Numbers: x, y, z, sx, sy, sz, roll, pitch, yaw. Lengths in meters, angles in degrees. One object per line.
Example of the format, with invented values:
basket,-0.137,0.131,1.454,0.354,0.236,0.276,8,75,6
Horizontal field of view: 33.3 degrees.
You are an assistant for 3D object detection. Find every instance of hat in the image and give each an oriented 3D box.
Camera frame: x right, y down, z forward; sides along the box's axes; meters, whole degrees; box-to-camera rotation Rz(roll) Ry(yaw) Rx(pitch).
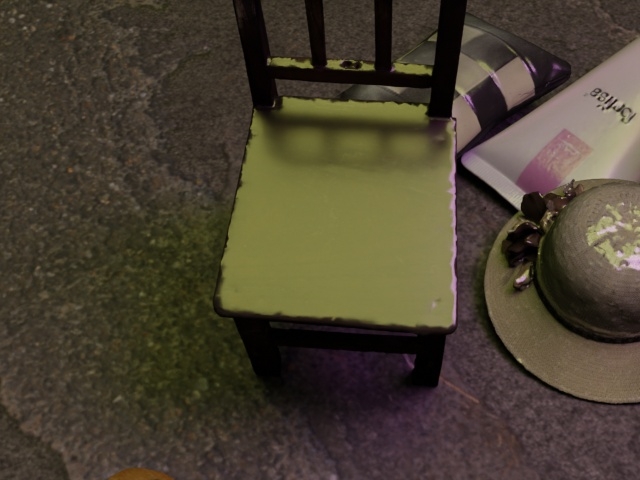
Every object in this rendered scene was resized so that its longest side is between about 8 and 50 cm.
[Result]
hat,0.293,0.018,1.049,0.257,0.130,0.257,-2,62,3

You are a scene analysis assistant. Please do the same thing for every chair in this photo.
chair,0.022,-0.031,0.908,0.203,0.416,0.240,5,73,5

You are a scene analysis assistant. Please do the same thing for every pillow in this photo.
pillow,0.147,-0.173,1.262,0.250,0.106,0.186,-36,50,-20

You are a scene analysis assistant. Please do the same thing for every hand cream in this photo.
hand cream,0.350,-0.144,1.236,0.359,0.118,0.185,-38,63,-17

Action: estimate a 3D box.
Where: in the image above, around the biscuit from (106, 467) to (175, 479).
biscuit,-0.122,0.276,0.907,0.158,0.035,0.240,-8,37,-34
